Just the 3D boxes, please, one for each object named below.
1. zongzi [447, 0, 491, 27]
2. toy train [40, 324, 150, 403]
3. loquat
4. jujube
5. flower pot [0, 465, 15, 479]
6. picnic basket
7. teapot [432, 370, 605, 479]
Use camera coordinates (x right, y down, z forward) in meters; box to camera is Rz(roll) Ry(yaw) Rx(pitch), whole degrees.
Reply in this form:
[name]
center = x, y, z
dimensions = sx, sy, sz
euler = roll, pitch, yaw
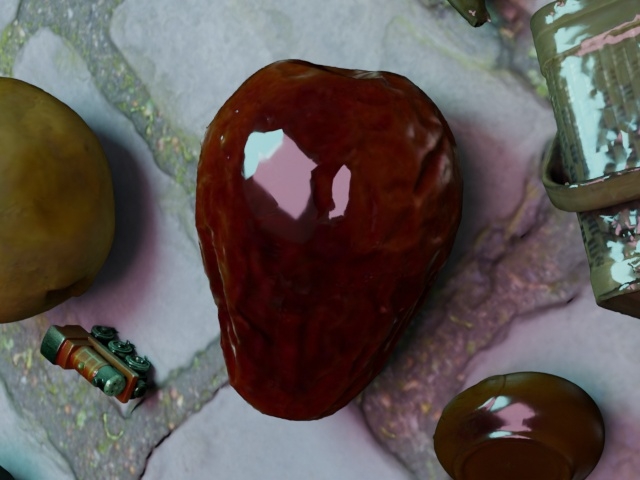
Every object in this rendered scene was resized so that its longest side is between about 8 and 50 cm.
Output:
[zongzi]
center = 0.113, -0.327, 0.605
dimensions = 0.251, 0.125, 0.274
euler = -45, 66, 30
[toy train]
center = -0.206, 0.114, 0.810
dimensions = 0.103, 0.064, 0.044
euler = 32, 102, 31
[loquat]
center = -0.298, -0.037, 0.810
dimensions = 0.238, 0.193, 0.238
euler = 14, 117, 29
[jujube]
center = 0.000, 0.000, 0.628
dimensions = 0.190, 0.190, 0.255
euler = 27, 116, 32
[flower pot]
center = -0.371, 0.323, 0.846
dimensions = 0.189, 0.157, 0.243
euler = 7, 89, 32
[picnic basket]
center = 0.226, -0.039, 0.427
dimensions = 0.165, 0.267, 0.139
euler = -18, 71, 33
[teapot]
center = 0.130, 0.128, 0.591
dimensions = 0.098, 0.078, 0.129
euler = 41, 130, -13
